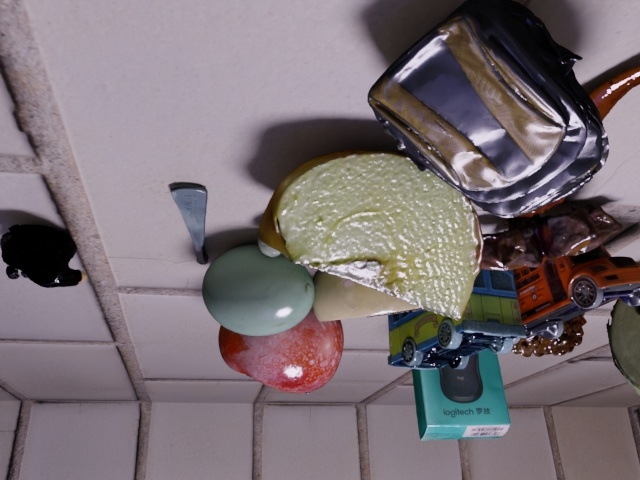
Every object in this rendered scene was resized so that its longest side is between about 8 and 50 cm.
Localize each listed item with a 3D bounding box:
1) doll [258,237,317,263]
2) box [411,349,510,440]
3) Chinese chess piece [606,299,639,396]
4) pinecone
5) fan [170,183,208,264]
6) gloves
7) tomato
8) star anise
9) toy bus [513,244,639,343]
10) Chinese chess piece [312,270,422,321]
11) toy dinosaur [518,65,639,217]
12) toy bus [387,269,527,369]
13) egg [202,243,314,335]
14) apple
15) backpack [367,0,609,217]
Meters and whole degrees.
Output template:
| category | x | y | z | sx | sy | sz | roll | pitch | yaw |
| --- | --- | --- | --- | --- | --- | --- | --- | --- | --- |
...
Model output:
| category | x | y | z | sx | sy | sz | roll | pitch | yaw |
| --- | --- | --- | --- | --- | --- | --- | --- | --- | --- |
| doll | 0.000 | 0.000 | 1.014 | 0.213 | 0.072 | 0.103 | 6 | 144 | -17 |
| box | 0.332 | 0.324 | 1.447 | 0.205 | 0.312 | 0.118 | 1 | 146 | -2 |
| Chinese chess piece | 0.730 | 0.174 | 1.102 | 0.146 | 0.350 | 0.349 | 30 | 143 | -25 |
| pinecone | 0.514 | 0.197 | 1.372 | 0.179 | 0.150 | 0.195 | 11 | 153 | -25 |
| fan | -0.220 | -0.021 | 1.017 | 0.057 | 0.023 | 0.282 | 1 | 154 | -8 |
| gloves | -0.483 | 0.025 | 1.039 | 0.129 | 0.106 | 0.180 | 6 | -177 | -14 |
| tomato | -0.076 | 0.200 | 1.260 | 0.270 | 0.227 | 0.270 | 17 | 173 | 2 |
| star anise | 0.362 | -0.007 | 0.978 | 0.219 | 0.099 | 0.214 | -12 | 169 | -29 |
| toy bus | 0.462 | 0.095 | 1.135 | 0.142 | 0.153 | 0.329 | -2 | 156 | -23 |
| Chinese chess piece | 0.104 | 0.092 | 1.113 | 0.250 | 0.097 | 0.251 | -7 | 174 | -1 |
| toy dinosaur | 0.293 | -0.106 | 0.769 | 0.208 | 0.097 | 0.432 | -13 | 161 | -12 |
| toy bus | 0.266 | 0.160 | 1.230 | 0.151 | 0.190 | 0.312 | 8 | 154 | -21 |
| egg | -0.115 | 0.091 | 1.076 | 0.230 | 0.168 | 0.168 | 2 | 162 | 36 |
| apple | 0.084 | -0.011 | 0.857 | 0.345 | 0.179 | 0.254 | 21 | 157 | -20 |
| backpack | 0.190 | -0.130 | 0.627 | 0.258 | 0.133 | 0.206 | 42 | 135 | -15 |
